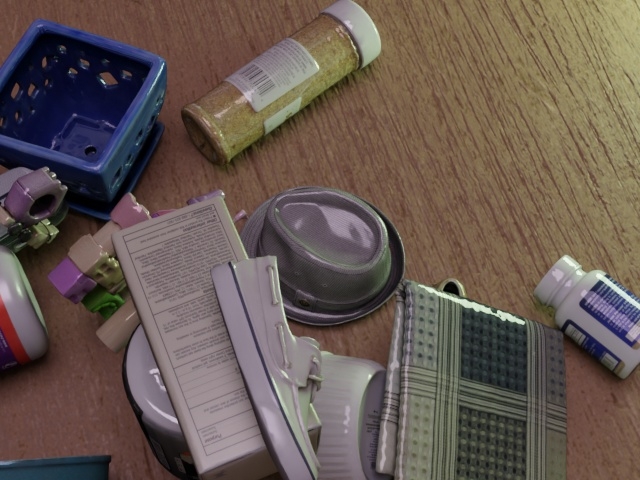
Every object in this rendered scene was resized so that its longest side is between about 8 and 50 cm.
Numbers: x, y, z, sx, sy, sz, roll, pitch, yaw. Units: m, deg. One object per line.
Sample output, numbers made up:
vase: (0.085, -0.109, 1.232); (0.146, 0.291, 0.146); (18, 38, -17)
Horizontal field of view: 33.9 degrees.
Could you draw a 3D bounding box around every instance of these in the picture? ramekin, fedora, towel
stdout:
ramekin: (0.035, 0.255, 1.440); (0.109, 0.207, 0.207); (-2, 60, 25)
fedora: (0.000, 0.000, 1.638); (0.275, 0.124, 0.243); (30, 66, 14)
towel: (0.221, 0.244, 1.479); (0.312, 0.056, 0.324); (18, 64, -29)

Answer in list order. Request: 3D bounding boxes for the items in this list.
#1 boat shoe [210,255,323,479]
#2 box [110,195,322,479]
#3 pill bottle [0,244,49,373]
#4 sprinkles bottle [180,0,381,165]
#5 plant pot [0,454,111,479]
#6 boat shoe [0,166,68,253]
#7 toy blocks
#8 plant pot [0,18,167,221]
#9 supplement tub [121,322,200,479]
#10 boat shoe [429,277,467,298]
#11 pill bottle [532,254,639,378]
boat shoe: (-0.040, 0.132, 1.101); (0.088, 0.096, 0.267); (-18, 57, -8)
box: (-0.123, 0.121, 1.220); (0.148, 0.121, 0.311); (-19, 65, -11)
pill bottle: (-0.574, 0.142, 1.526); (0.323, 0.181, 0.181); (-22, 65, -11)
sprinkles bottle: (-0.064, -0.271, 1.779); (0.355, 0.121, 0.121); (-37, 69, -18)
plant pot: (-0.402, 0.416, 1.357); (0.272, 0.271, 0.255); (-5, 78, -3)
boat shoe: (-0.541, 0.008, 1.626); (0.335, 0.119, 0.121); (-24, 56, 14)
toy blocks: (-0.248, -0.001, 1.529); (0.260, 0.288, 0.309); (-45, 68, -3)
plant pot: (-0.385, -0.177, 1.676); (0.236, 0.212, 0.236); (19, 63, 9)
supplement tub: (-0.151, 0.216, 1.417); (0.194, 0.316, 0.193); (0, 64, 0)
boat shoe: (0.156, 0.196, 1.549); (0.113, 0.103, 0.302); (10, 64, 2)
pill bottle: (0.421, 0.110, 1.593); (0.187, 0.112, 0.112); (41, 69, 18)
